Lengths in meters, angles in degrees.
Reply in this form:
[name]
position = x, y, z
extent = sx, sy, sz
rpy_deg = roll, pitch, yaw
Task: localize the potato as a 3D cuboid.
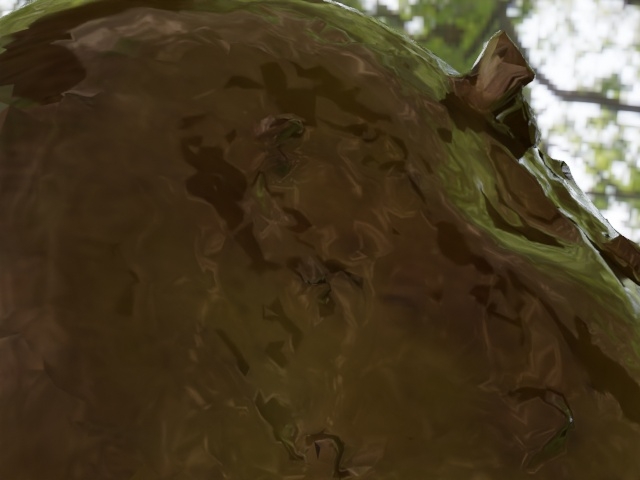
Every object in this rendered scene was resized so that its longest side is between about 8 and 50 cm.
[potato]
position = -0.038, 0.080, 0.594
extent = 0.385, 0.319, 0.442
rpy_deg = -19, -136, 10
